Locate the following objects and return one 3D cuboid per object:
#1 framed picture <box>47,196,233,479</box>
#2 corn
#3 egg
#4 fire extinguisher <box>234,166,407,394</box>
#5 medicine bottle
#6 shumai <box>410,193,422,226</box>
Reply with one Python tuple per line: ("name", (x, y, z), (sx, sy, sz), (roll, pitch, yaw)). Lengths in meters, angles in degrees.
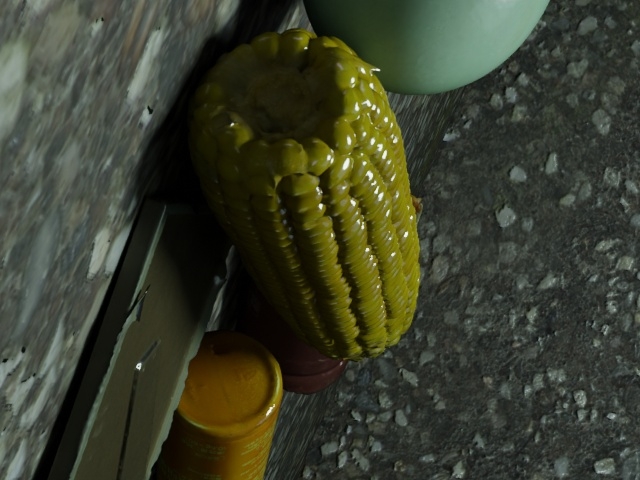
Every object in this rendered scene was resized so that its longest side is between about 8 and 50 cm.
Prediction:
("framed picture", (-0.121, 0.102, 0.892), (0.209, 0.019, 0.281), (-3, 114, -79))
("corn", (0.000, -0.016, 0.905), (0.344, 0.131, 0.131), (72, 41, -65))
("egg", (0.076, -0.198, 0.877), (0.168, 0.168, 0.231), (101, 11, -60))
("fire extinguisher", (0.000, 0.000, 1.149), (0.337, 0.114, 0.135), (105, -2, -47))
("medicine bottle", (-0.087, 0.159, 1.100), (0.192, 0.096, 0.096), (105, 11, -55))
("shumai", (0.048, -0.044, 1.383), (0.145, 0.116, 0.146), (22, 90, -84))
